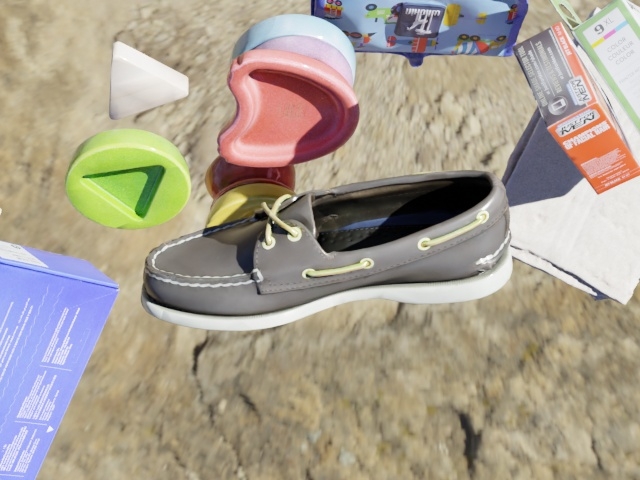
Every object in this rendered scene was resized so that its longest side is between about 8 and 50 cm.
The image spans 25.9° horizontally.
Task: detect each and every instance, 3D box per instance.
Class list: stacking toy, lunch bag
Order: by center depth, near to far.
[{"bbox_3d":[0.102,-0.289,1.421,0.220,0.138,0.293,-1,146,-2],"label":"lunch bag"},{"bbox_3d":[-0.114,-0.126,1.466,0.279,0.130,0.309,11,137,-16],"label":"stacking toy"}]

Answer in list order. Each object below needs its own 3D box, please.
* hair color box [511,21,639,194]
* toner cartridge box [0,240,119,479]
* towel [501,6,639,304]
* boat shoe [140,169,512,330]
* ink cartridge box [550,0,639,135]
[{"bbox_3d":[0.238,-0.118,1.277,0.053,0.167,0.093,-27,61,17],"label":"hair color box"},{"bbox_3d":[-0.357,0.174,1.459,0.165,0.075,0.348,18,101,-46],"label":"toner cartridge box"},{"bbox_3d":[0.309,-0.085,1.504,0.187,0.049,0.282,26,99,-6],"label":"towel"},{"bbox_3d":[0.000,0.000,0.836,0.227,0.081,0.069,-7,129,0],"label":"boat shoe"},{"bbox_3d":[0.307,-0.175,1.353,0.062,0.109,0.209,-37,77,21],"label":"ink cartridge box"}]
